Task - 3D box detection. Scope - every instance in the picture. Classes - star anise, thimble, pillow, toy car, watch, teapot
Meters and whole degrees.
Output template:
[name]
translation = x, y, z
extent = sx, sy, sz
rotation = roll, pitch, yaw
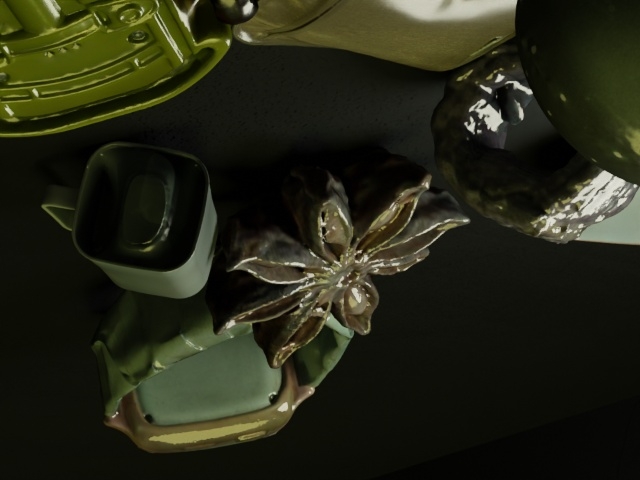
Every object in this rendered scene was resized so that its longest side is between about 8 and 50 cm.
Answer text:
[star anise]
translation = 0.001, 0.000, 1.341
extent = 0.223, 0.109, 0.236
rotation = -41, 148, 7
[thimble]
translation = 0.161, -0.075, 1.136
extent = 0.150, 0.150, 0.098
rotation = -20, 165, 23
[pillow]
translation = 0.053, -0.148, 1.012
extent = 0.218, 0.033, 0.130
rotation = 3, 154, -41
[toy car]
translation = -0.139, -0.155, 0.670
extent = 0.200, 0.142, 0.248
rotation = -14, 153, 3
[watch]
translation = -0.095, 0.094, 1.521
extent = 0.253, 0.161, 0.241
rotation = -10, 156, -10
[teapot]
translation = 0.246, -0.151, 0.930
extent = 0.183, 0.183, 0.251
rotation = 4, 145, -44

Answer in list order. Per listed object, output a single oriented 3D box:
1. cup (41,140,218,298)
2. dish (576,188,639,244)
[cup]
translation = -0.147, -0.014, 1.207
extent = 0.128, 0.095, 0.129
rotation = 9, 166, 5
[dish]
translation = 0.296, -0.054, 1.441
extent = 0.234, 0.064, 0.154
rotation = 3, 158, -44
